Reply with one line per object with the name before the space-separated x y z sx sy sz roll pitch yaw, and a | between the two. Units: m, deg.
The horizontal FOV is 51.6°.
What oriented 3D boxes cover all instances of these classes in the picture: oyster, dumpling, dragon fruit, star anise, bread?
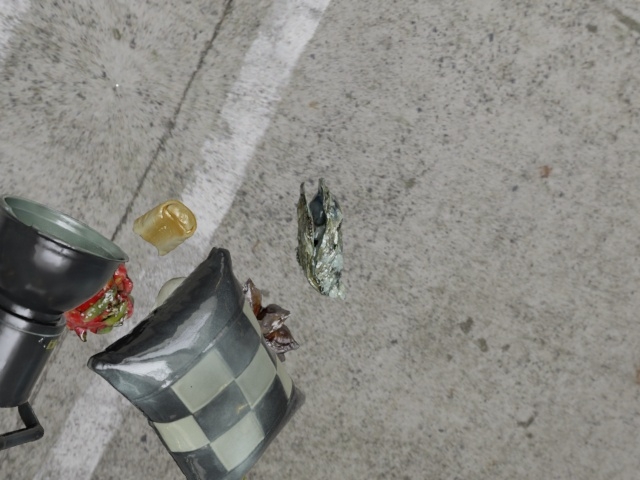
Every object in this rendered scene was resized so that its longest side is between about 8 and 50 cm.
oyster | 0.000 0.006 1.780 0.158 0.162 0.351 -9 106 16
dumpling | -0.278 0.131 1.441 0.181 0.155 0.111 4 93 8
dragon fruit | -0.626 0.131 1.812 0.237 0.302 0.231 -48 132 -22
star anise | -0.207 0.234 1.894 0.117 0.331 0.332 -41 115 -40
bread | -0.392 -0.035 1.687 0.177 0.084 0.119 -28 108 30

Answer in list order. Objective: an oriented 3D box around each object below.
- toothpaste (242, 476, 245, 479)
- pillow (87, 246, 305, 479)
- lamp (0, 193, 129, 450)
toothpaste | -0.194 0.546 1.491 0.037 0.043 0.179 25 50 -23
pillow | -0.117 0.156 0.718 0.186 0.106 0.250 -44 125 -32
lamp | -0.333 0.080 0.715 0.172 0.147 0.228 30 91 13
